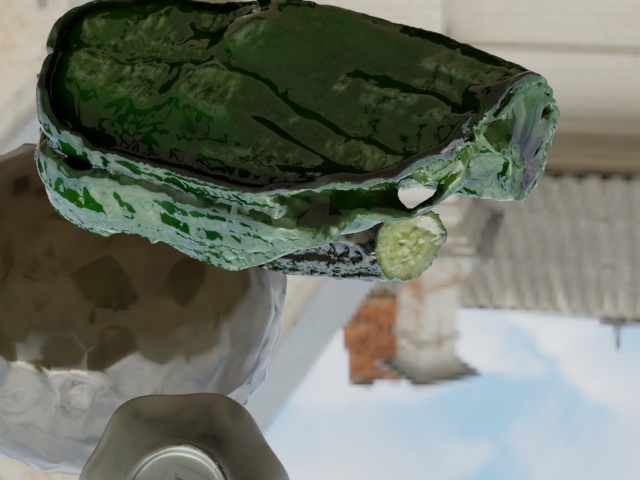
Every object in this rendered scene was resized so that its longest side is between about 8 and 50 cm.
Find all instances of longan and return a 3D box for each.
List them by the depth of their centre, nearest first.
[{"bbox_3d":[-0.237,0.069,1.855,0.436,0.404,0.404,-5,-158,-43],"label":"longan"}]

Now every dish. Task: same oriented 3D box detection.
[{"bbox_3d":[-0.120,0.221,1.437,0.190,0.191,0.066,-1,176,1],"label":"dish"}]

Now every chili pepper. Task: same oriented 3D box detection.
[{"bbox_3d":[-0.028,-0.068,1.221,0.385,0.167,0.213,7,-124,20],"label":"chili pepper"}]

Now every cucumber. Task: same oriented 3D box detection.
[{"bbox_3d":[0.001,0.001,1.606,0.265,0.077,0.077,3,-159,46],"label":"cucumber"}]
